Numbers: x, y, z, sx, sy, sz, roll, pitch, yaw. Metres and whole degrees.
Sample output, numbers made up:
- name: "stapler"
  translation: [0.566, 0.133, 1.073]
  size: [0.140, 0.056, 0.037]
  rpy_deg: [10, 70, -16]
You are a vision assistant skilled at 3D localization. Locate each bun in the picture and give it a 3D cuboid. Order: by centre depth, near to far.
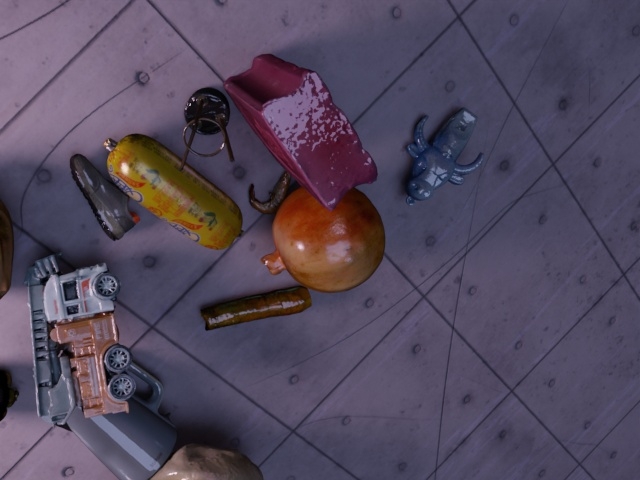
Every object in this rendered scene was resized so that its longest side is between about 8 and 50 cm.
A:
- name: "bun"
  translation: [-0.302, 0.597, 1.435]
  size: [0.365, 0.219, 0.365]
  rpy_deg: [-17, 149, -10]

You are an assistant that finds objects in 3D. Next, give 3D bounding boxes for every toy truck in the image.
- name: "toy truck"
  translation: [-0.485, 0.186, 1.233]
  size: [0.184, 0.133, 0.338]
  rpy_deg: [-9, 88, -26]

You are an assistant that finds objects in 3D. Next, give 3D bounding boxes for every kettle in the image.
- name: "kettle"
  translation: [-0.439, 0.387, 1.378]
  size: [0.210, 0.160, 0.243]
  rpy_deg: [-47, 114, -21]

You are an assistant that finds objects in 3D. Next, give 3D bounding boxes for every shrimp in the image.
- name: "shrimp"
  translation: [-0.107, -0.119, 1.386]
  size: [0.091, 0.025, 0.127]
  rpy_deg: [27, 100, -27]

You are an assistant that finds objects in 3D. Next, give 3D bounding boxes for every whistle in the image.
- name: "whistle"
  translation: [0.285, -0.197, 1.481]
  size: [0.180, 0.093, 0.269]
  rpy_deg: [32, 94, -3]

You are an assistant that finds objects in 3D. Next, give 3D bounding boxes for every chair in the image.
- name: "chair"
  translation: [-0.230, -0.217, 1.215]
  size: [0.095, 0.221, 0.104]
  rpy_deg: [-31, 122, 18]

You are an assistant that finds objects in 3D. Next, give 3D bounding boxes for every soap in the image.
- name: "soap"
  translation: [-0.048, -0.223, 1.185]
  size: [0.128, 0.359, 0.233]
  rpy_deg: [-37, 118, -2]

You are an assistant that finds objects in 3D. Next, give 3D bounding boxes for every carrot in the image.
- name: "carrot"
  translation: [-0.149, 0.159, 1.445]
  size: [0.260, 0.070, 0.070]
  rpy_deg: [-11, 113, -18]

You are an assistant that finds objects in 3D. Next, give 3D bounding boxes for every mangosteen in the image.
- name: "mangosteen"
  translation: [-0.687, 0.324, 1.264]
  size: [0.151, 0.137, 0.137]
  rpy_deg: [7, 110, -60]

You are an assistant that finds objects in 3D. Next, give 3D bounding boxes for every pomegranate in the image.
- name: "pomegranate"
  translation: [0.000, 0.000, 1.351]
  size: [0.270, 0.252, 0.229]
  rpy_deg: [-28, 137, -13]

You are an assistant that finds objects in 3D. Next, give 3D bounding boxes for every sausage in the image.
- name: "sausage"
  translation: [-0.291, -0.095, 1.263]
  size: [0.347, 0.123, 0.123]
  rpy_deg: [38, 92, -29]

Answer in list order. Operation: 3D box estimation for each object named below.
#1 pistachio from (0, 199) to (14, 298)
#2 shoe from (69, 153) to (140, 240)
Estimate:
- name: "pistachio"
  translation: [-0.666, 0.009, 1.139]
  size: [0.213, 0.163, 0.260]
  rpy_deg: [28, 122, 10]
- name: "shoe"
  translation: [-0.431, -0.094, 1.242]
  size: [0.077, 0.074, 0.194]
  rpy_deg: [-33, 121, -22]
